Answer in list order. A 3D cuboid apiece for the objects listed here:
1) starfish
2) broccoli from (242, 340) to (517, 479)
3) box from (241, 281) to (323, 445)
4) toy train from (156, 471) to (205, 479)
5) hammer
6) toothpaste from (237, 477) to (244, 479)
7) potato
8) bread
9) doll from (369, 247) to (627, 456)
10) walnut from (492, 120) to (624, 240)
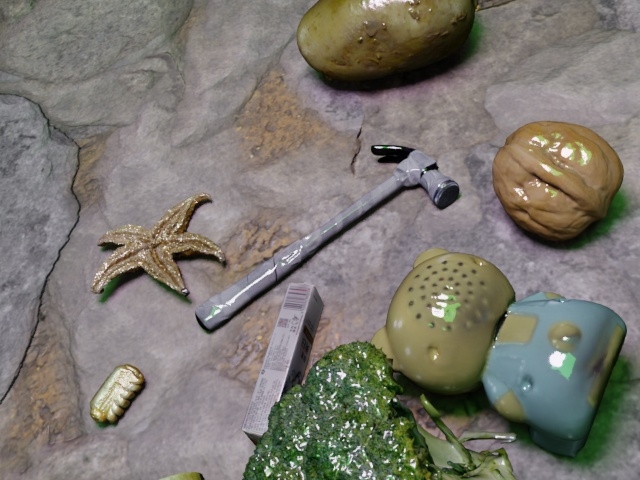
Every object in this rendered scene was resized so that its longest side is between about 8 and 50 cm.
[{"bbox_3d":[-0.252,0.009,1.081,0.227,0.043,0.240,26,63,27],"label":"starfish"},{"bbox_3d":[0.063,0.253,0.698,0.283,0.304,0.321,3,53,-19],"label":"broccoli"},{"bbox_3d":[-0.046,0.161,0.904,0.040,0.055,0.218,4,57,20],"label":"box"},{"bbox_3d":[-0.170,0.393,0.720,0.189,0.126,0.307,-26,57,0],"label":"toy train"},{"bbox_3d":[0.000,0.001,1.014,0.427,0.044,0.152,-37,53,-10],"label":"hammer"},{"bbox_3d":[-0.120,0.314,0.835,0.170,0.028,0.045,-20,59,5],"label":"toothpaste"},{"bbox_3d":[0.111,-0.361,1.146,0.307,0.173,0.210,-14,17,14],"label":"potato"},{"bbox_3d":[-0.282,0.213,0.951,0.049,0.033,0.088,25,69,14],"label":"bread"},{"bbox_3d":[0.200,0.116,0.798,0.261,0.161,0.177,21,65,25],"label":"doll"},{"bbox_3d":[0.313,-0.083,0.922,0.167,0.149,0.166,0,89,22],"label":"walnut"}]
